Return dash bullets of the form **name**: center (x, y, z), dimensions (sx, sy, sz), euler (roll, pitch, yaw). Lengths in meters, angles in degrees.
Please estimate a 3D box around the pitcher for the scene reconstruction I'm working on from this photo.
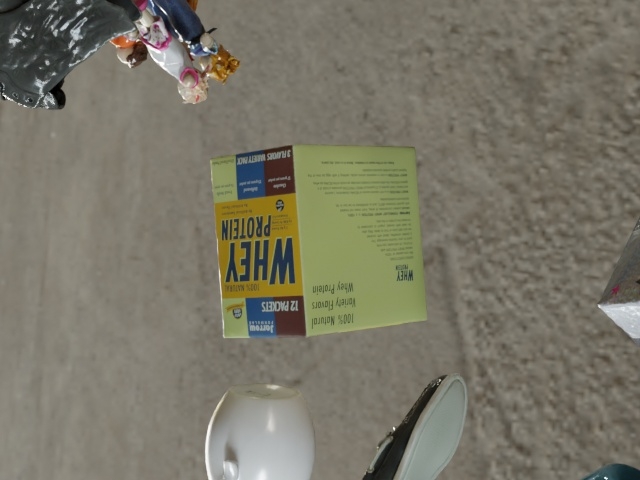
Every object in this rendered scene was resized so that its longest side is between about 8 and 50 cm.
- **pitcher**: center (-0.081, 0.274, 1.376), dimensions (0.178, 0.126, 0.207), euler (-7, -78, -67)

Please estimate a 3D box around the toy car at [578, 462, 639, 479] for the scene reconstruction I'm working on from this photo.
- **toy car**: center (0.269, 0.185, 0.569), dimensions (0.219, 0.210, 0.238), euler (-40, 42, 28)

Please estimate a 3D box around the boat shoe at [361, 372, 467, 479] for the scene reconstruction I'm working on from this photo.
- **boat shoe**: center (0.114, 0.315, 1.731), dimensions (0.091, 0.114, 0.302), euler (7, 55, 40)

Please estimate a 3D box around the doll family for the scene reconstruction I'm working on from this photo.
- **doll family**: center (-0.167, -0.242, 1.344), dimensions (0.118, 0.163, 0.263), euler (-46, 38, -7)

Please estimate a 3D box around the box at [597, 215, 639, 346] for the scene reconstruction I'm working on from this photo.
- **box**: center (0.333, 0.027, 0.778), dimensions (0.247, 0.163, 0.142), euler (-12, 42, 56)

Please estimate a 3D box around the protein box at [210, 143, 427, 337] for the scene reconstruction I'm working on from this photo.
- **protein box**: center (0.000, 0.000, 1.370), dimensions (0.136, 0.200, 0.201), euler (-5, 89, 45)

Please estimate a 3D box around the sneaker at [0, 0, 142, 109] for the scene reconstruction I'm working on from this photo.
- **sneaker**: center (-0.191, -0.101, 0.734), dimensions (0.170, 0.089, 0.051), euler (-45, 13, 19)
